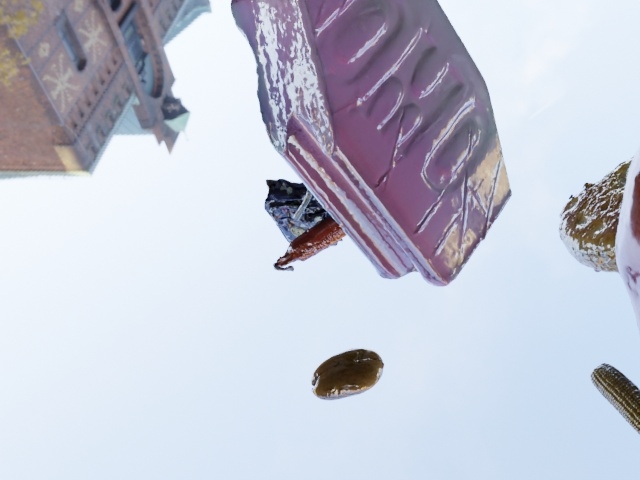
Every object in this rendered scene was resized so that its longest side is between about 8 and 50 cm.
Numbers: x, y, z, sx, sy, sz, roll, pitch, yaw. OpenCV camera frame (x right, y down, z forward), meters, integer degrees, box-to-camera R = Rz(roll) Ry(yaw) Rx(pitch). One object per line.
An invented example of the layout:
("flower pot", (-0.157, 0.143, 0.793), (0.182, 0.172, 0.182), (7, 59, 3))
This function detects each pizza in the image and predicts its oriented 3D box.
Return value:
("pizza", (0.462, -0.049, 0.805), (0.086, 0.335, 0.226), (37, -94, -6))

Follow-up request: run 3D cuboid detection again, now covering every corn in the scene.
("corn", (0.635, 0.330, 1.171), (0.068, 0.068, 0.207), (-16, -150, -5))

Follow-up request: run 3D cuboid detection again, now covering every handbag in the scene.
("handbag", (-0.025, -0.059, 1.287), (0.161, 0.260, 0.113), (0, -113, 12))

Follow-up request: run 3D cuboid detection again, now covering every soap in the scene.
("soap", (0.053, -0.132, 0.542), (0.193, 0.324, 0.109), (-51, -154, -21))

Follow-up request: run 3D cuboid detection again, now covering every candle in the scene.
("candle", (0.000, 0.000, 0.829), (0.162, 0.053, 0.048), (-33, -124, 10))

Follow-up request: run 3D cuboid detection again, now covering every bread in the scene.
("bread", (0.059, 0.314, 1.353), (0.189, 0.077, 0.114), (-21, -127, 6))

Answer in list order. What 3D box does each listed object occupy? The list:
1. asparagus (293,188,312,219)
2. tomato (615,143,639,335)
("asparagus", (-0.025, -0.073, 0.981), (0.016, 0.163, 0.016), (2, -115, -14))
("tomato", (0.350, -0.001, 0.318), (0.289, 0.293, 0.325), (-15, -157, -19))
